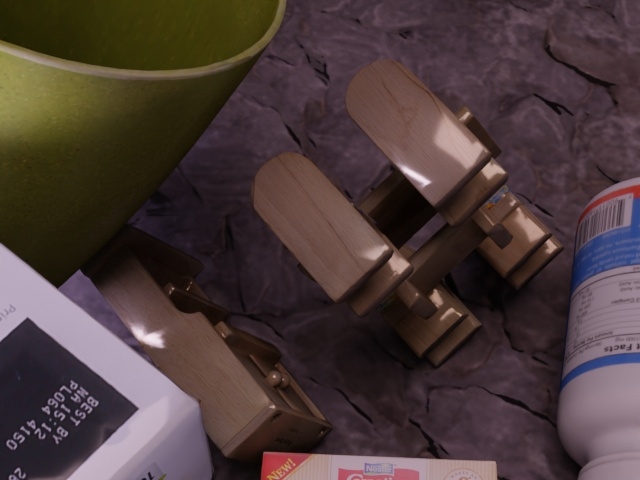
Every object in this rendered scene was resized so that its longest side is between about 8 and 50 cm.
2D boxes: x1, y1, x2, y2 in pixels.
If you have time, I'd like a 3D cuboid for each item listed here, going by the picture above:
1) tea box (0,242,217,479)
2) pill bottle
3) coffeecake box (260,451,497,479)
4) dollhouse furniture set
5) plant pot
[{"bbox_3d":[-0.230,0.195,0.680,0.220,0.323,0.329,36,64,22],"label":"tea box"},{"bbox_3d":[0.212,0.080,0.873,0.124,0.124,0.221,9,58,6],"label":"pill bottle"},{"bbox_3d":[0.031,0.222,0.814,0.142,0.068,0.185,2,56,2],"label":"coffeecake box"},{"bbox_3d":[0.000,0.000,0.879,0.242,0.212,0.161,-44,65,5],"label":"dollhouse furniture set"},{"bbox_3d":[-0.203,-0.077,0.815,0.275,0.293,0.274,19,38,-16],"label":"plant pot"}]
